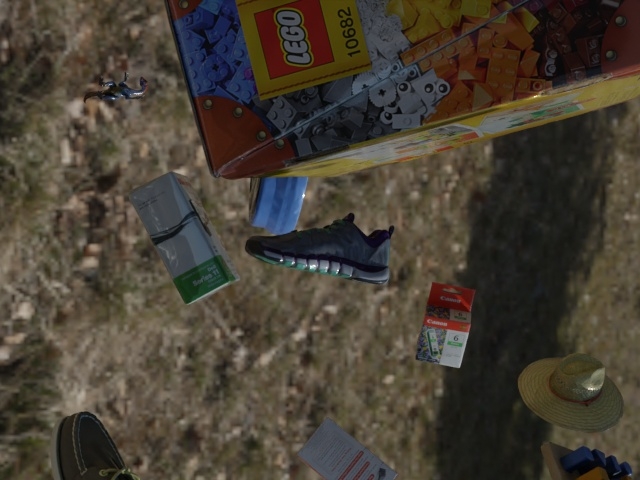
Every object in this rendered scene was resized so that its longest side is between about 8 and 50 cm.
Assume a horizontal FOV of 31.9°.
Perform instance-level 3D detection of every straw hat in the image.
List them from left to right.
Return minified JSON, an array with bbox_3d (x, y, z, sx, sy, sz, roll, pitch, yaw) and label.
[{"bbox_3d":[0.336,0.181,1.466,0.144,0.144,0.061,-71,174,-52],"label":"straw hat"}]

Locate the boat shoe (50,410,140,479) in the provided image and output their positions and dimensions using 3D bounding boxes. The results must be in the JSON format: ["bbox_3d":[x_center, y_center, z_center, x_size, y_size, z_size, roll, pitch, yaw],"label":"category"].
[{"bbox_3d":[-0.270,0.354,1.479,0.109,0.091,0.305,11,47,-51],"label":"boat shoe"}]

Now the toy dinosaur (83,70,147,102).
[{"bbox_3d":[-0.319,-0.244,1.788,0.082,0.090,0.047,-2,89,-52],"label":"toy dinosaur"}]

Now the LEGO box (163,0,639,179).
[{"bbox_3d":[0.116,-0.194,1.070,0.500,0.372,0.193,-17,93,-78],"label":"LEGO box"}]

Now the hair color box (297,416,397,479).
[{"bbox_3d":[0.049,0.416,2.075,0.093,0.167,0.053,-50,168,-11],"label":"hair color box"}]

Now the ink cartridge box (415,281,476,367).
[{"bbox_3d":[0.167,0.113,1.495,0.029,0.062,0.115,-77,176,-56],"label":"ink cartridge box"}]

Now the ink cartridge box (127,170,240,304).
[{"bbox_3d":[-0.225,-0.005,1.872,0.208,0.086,0.153,62,3,1],"label":"ink cartridge box"}]

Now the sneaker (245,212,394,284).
[{"bbox_3d":[0.000,0.000,1.643,0.083,0.223,0.098,-179,-80,-69],"label":"sneaker"}]

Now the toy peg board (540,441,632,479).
[{"bbox_3d":[0.383,0.335,1.449,0.161,0.079,0.161,26,38,-42],"label":"toy peg board"}]

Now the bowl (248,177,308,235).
[{"bbox_3d":[-0.064,-0.204,1.950,0.391,0.077,0.391,-172,-90,-82],"label":"bowl"}]
